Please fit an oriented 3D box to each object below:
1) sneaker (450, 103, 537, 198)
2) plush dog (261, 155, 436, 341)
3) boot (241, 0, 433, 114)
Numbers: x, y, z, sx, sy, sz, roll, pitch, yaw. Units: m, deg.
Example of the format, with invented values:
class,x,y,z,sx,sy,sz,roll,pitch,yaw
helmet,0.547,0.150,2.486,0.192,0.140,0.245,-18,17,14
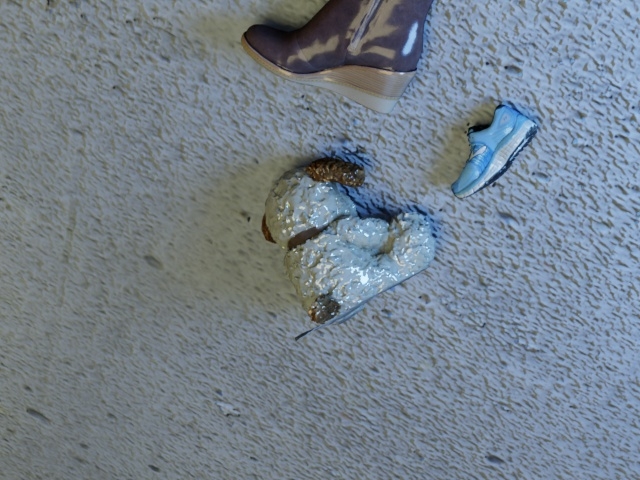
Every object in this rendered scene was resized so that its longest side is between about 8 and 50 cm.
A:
class,x,y,z,sx,sy,sz,roll,pitch,yaw
sneaker,0.227,-0.124,1.746,0.073,0.063,0.162,47,128,12
plush dog,0.000,0.000,1.868,0.262,0.211,0.225,-36,79,40
boot,0.027,-0.303,1.708,0.248,0.090,0.206,24,118,11
